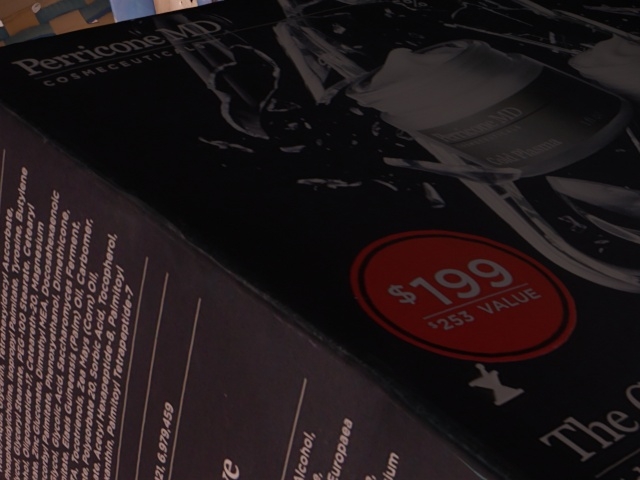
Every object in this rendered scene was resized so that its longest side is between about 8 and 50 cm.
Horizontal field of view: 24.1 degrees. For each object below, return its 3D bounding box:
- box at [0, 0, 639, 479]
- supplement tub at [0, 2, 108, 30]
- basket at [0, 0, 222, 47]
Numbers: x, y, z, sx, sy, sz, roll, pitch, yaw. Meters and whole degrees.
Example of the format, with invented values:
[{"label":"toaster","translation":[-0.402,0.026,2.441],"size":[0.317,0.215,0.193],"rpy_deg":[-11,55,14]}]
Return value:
[{"label":"box","translation":[0.078,0.035,0.583],"size":[0.312,0.343,0.179],"rpy_deg":[33,127,35]},{"label":"supplement tub","translation":[-0.194,-0.160,1.141],"size":[0.107,0.071,0.071],"rpy_deg":[32,146,38]},{"label":"basket","translation":[-0.153,-0.147,0.937],"size":[0.289,0.201,0.255],"rpy_deg":[44,153,44]}]
